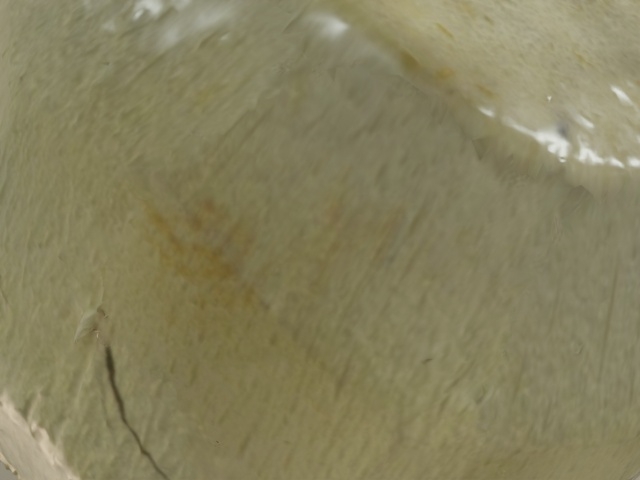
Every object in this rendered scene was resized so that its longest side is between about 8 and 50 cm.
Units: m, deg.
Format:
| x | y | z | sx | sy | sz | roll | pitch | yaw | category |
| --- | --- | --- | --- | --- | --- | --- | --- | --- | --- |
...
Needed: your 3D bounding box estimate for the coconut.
| x | y | z | sx | sy | sz | roll | pitch | yaw | category |
| --- | --- | --- | --- | --- | --- | --- | --- | --- | --- |
| 0.000 | 0.000 | 0.629 | 0.346 | 0.360 | 0.346 | 17 | 43 | -17 | coconut |
